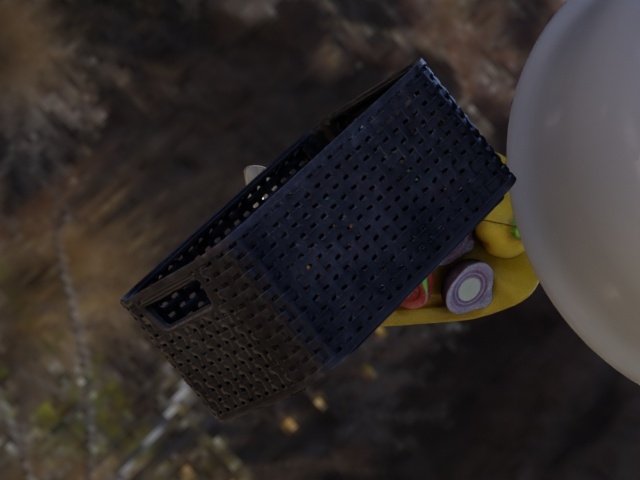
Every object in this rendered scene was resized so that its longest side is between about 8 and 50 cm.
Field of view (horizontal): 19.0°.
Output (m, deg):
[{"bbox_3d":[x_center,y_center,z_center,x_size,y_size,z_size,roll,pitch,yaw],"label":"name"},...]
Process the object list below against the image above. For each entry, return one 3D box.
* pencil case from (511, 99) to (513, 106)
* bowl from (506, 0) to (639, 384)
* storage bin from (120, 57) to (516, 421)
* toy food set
[{"bbox_3d":[0.282,-0.126,1.436,0.133,0.306,0.119,39,33,-41],"label":"pencil case"},{"bbox_3d":[0.262,-0.055,1.054,0.298,0.298,0.134,47,-15,3],"label":"bowl"},{"bbox_3d":[0.000,0.000,0.983,0.084,0.180,0.122,52,-34,-7],"label":"storage bin"},{"bbox_3d":[0.063,0.003,1.322,0.071,0.218,0.128,-150,-124,-72],"label":"toy food set"}]
